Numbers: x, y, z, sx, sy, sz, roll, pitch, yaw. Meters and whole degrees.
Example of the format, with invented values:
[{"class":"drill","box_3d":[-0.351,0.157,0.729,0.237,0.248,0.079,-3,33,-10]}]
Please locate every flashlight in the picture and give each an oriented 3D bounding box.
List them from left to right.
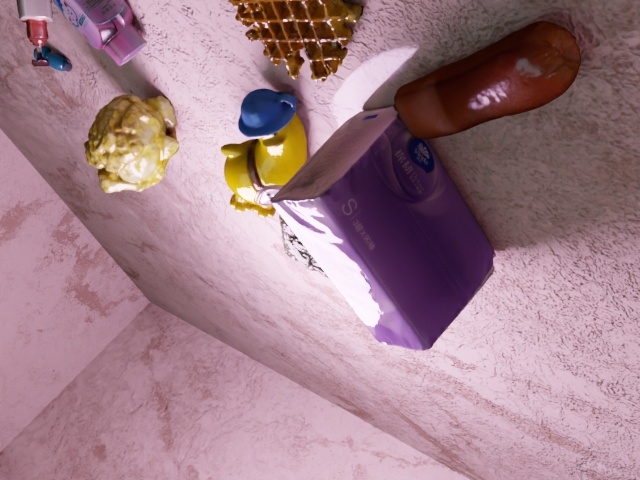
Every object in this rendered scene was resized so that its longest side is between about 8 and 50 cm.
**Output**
[{"class":"flashlight","box_3d":[-0.745,-0.504,1.732,0.129,0.051,0.051,27,152,23]}]

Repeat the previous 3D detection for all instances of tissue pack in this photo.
[{"class":"tissue pack","box_3d":[0.119,-0.015,1.009,0.160,0.242,0.338,2,135,55]}]

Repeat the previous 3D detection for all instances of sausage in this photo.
[{"class":"sausage","box_3d":[0.198,-0.192,0.788,0.089,0.083,0.300,44,160,-20]}]

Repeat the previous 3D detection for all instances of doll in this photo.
[{"class":"doll","box_3d":[-0.099,-0.167,1.241,0.199,0.145,0.363,12,149,-10]}]

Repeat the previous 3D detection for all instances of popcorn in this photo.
[{"class":"popcorn","box_3d":[-0.456,-0.232,1.512,0.195,0.255,0.256,34,162,21]}]

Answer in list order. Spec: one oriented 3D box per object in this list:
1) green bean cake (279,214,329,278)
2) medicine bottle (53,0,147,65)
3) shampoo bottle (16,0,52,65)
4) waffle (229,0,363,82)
[{"class":"green bean cake","box_3d":[0.000,0.000,1.413,0.185,0.094,0.183,28,153,17]},{"class":"medicine bottle","box_3d":[-0.455,-0.464,1.296,0.188,0.094,0.119,50,157,-17]},{"class":"shampoo bottle","box_3d":[-0.594,-0.498,1.286,0.153,0.071,0.284,-137,47,-54]},{"class":"waffle","box_3d":[-0.049,-0.347,0.936,0.231,0.051,0.228,43,157,-1]}]
